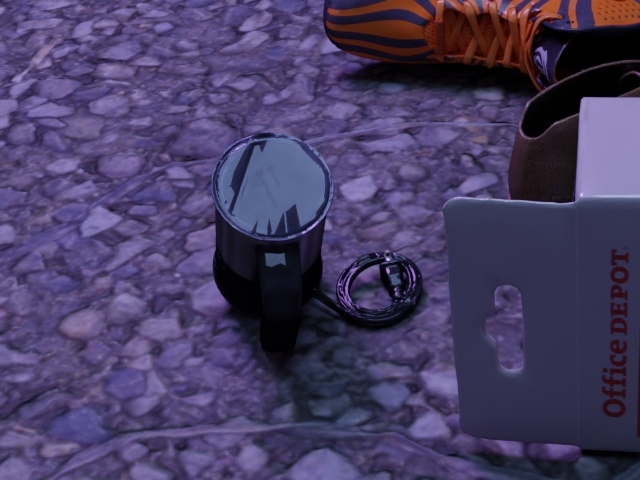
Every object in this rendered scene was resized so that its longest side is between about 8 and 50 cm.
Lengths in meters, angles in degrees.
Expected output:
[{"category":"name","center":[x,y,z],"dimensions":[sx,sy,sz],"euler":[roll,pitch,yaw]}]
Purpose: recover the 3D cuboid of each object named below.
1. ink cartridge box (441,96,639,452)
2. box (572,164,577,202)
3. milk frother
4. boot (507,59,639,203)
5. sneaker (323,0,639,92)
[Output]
[{"category":"ink cartridge box","center":[0.260,0.024,0.849],"dimensions":[0.354,0.207,0.119],"euler":[2,38,12]},{"category":"box","center":[0.258,-0.010,0.985],"dimensions":[0.162,0.116,0.029],"euler":[7,0,18]},{"category":"milk frother","center":[0.000,0.000,0.995],"dimensions":[0.143,0.134,0.129],"euler":[-21,68,-13]},{"category":"boot","center":[0.285,-0.090,1.089],"dimensions":[0.305,0.115,0.112],"euler":[-19,34,-18]},{"category":"sneaker","center":[0.162,-0.191,1.243],"dimensions":[0.321,0.124,0.180],"euler":[-6,34,3]}]
